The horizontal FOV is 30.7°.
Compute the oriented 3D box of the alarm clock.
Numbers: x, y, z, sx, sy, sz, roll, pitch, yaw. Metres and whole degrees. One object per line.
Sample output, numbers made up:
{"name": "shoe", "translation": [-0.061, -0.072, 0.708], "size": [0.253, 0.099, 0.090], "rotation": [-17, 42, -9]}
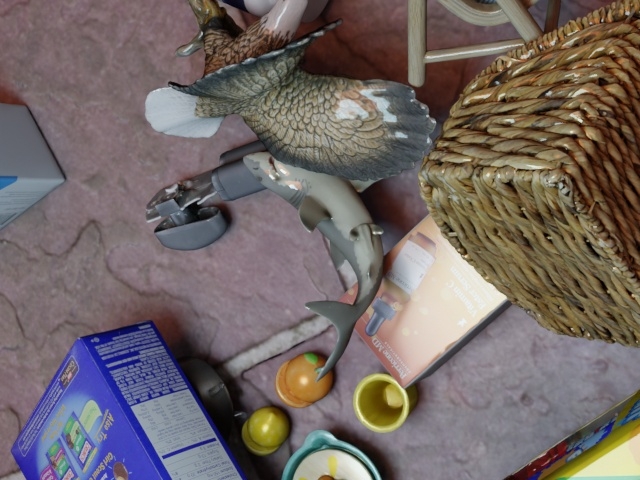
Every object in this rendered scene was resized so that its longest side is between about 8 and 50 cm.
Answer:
{"name": "alarm clock", "translation": [-0.180, 0.208, 1.473], "size": [0.192, 0.064, 0.129], "rotation": [11, 107, 38]}

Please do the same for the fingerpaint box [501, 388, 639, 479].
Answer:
{"name": "fingerpaint box", "translation": [0.289, 0.239, 1.068], "size": [0.371, 0.445, 0.163], "rotation": [-39, 77, 21]}

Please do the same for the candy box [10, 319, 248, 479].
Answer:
{"name": "candy box", "translation": [-0.220, 0.303, 1.407], "size": [0.317, 0.122, 0.268], "rotation": [56, 133, 21]}

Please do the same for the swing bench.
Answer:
{"name": "swing bench", "translation": [0.142, -0.333, 1.146], "size": [0.165, 0.253, 0.255], "rotation": [-5, 136, 24]}

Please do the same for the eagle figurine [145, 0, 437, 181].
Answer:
{"name": "eagle figurine", "translation": [-0.051, -0.173, 1.228], "size": [0.298, 0.226, 0.225], "rotation": [48, 148, 46]}

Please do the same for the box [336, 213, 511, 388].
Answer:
{"name": "box", "translation": [0.127, 0.062, 1.320], "size": [0.170, 0.091, 0.130], "rotation": [-45, 76, 19]}

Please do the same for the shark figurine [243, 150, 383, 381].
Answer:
{"name": "shark figurine", "translation": [0.023, 0.016, 1.302], "size": [0.116, 0.166, 0.278], "rotation": [106, 151, -49]}

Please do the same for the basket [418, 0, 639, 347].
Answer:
{"name": "basket", "translation": [0.257, -0.063, 1.157], "size": [0.213, 0.299, 0.223], "rotation": [6, 60, 47]}

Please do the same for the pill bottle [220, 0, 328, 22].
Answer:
{"name": "pill bottle", "translation": [-0.082, -0.328, 1.375], "size": [0.186, 0.112, 0.112], "rotation": [25, 103, 21]}

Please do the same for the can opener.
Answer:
{"name": "can opener", "translation": [-0.089, -0.064, 1.431], "size": [0.283, 0.076, 0.095], "rotation": [-17, 119, 23]}

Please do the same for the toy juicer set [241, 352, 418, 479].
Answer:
{"name": "toy juicer set", "translation": [-0.016, 0.292, 1.398], "size": [0.209, 0.089, 0.329], "rotation": [17, 100, 22]}

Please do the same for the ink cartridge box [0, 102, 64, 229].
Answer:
{"name": "ink cartridge box", "translation": [-0.530, -0.050, 1.528], "size": [0.307, 0.223, 0.129], "rotation": [-34, 79, 22]}
